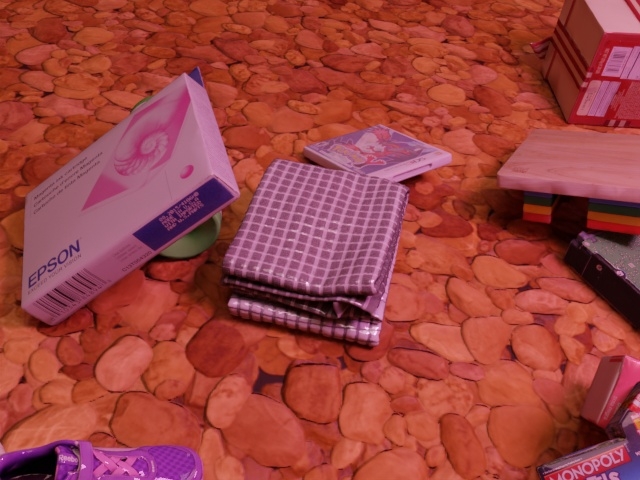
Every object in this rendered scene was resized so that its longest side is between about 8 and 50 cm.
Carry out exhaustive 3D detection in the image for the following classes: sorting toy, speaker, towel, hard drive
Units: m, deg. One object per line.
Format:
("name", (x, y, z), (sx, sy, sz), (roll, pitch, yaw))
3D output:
("sorting toy", (0.459, -0.102, 1.129), (0.257, 0.089, 0.255), (9, 30, 28))
("speaker", (-0.240, -0.111, 1.073), (0.131, 0.131, 0.296), (-8, 45, -15))
("towel", (0.000, 0.000, 0.992), (0.235, 0.121, 0.283), (13, 44, 7))
("hard drive", (0.577, 0.086, 1.021), (0.237, 0.064, 0.339), (-18, 50, -25))

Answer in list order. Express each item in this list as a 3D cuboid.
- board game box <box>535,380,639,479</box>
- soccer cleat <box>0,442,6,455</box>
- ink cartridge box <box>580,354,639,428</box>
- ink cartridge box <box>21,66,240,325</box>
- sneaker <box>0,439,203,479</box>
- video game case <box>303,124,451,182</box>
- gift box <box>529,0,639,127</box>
("board game box", (0.324, 0.247, 0.672), (0.194, 0.060, 0.194), (-18, 68, 0))
("soccer cleat", (-0.439, 0.212, 0.741), (0.196, 0.076, 0.068), (21, 45, 13))
("ink cartridge box", (0.435, 0.220, 0.783), (0.218, 0.158, 0.092), (22, 86, 17))
("ink cartridge box", (-0.291, -0.092, 0.961), (0.324, 0.071, 0.330), (-34, 48, 12))
("sneaker", (-0.240, 0.252, 0.702), (0.237, 0.104, 0.095), (-2, 41, -19))
("video game case", (0.099, -0.154, 1.198), (0.184, 0.023, 0.201), (-21, 34, -28))
("gift box", (0.613, -0.413, 1.415), (0.277, 0.255, 0.258), (7, 45, -6))
